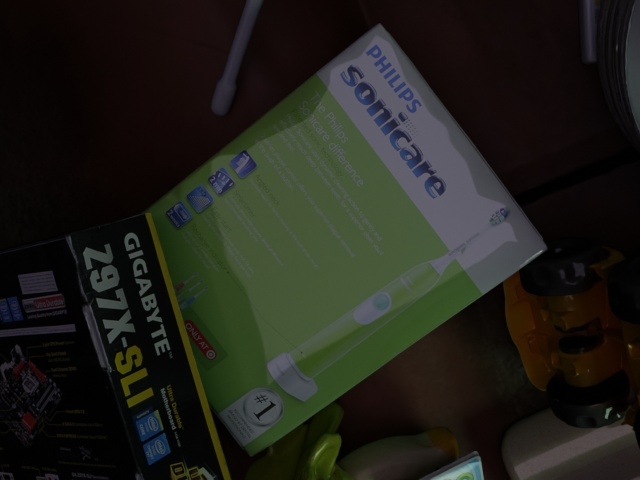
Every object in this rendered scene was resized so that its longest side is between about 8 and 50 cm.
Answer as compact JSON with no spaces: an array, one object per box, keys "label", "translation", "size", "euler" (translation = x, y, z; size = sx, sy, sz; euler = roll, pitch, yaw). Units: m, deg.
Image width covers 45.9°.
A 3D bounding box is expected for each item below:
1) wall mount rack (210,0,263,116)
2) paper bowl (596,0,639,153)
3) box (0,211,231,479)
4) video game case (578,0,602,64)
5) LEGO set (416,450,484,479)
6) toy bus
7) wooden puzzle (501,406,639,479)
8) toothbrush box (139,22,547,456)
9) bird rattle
[{"label":"wall mount rack","translation":[-0.103,-0.285,0.589],"size":[0.350,0.130,0.304],"euler":[31,97,1]},{"label":"paper bowl","translation":[0.351,-0.144,0.521],"size":[0.284,0.148,0.284],"euler":[2,113,5]},{"label":"box","translation":[-0.225,0.130,0.608],"size":[0.321,0.079,0.257],"euler":[-11,96,39]},{"label":"video game case","translation":[0.306,-0.264,0.594],"size":[0.206,0.026,0.227],"euler":[-5,98,6]},{"label":"LEGO set","translation":[0.048,0.297,0.593],"size":[0.244,0.060,0.183],"euler":[-18,109,-20]},{"label":"toy bus","translation":[0.282,0.051,0.581],"size":[0.211,0.220,0.150],"euler":[-25,108,-22]},{"label":"wooden puzzle","translation":[0.371,0.260,0.639],"size":[0.322,0.080,0.348],"euler":[-27,95,9]},{"label":"toothbrush box","translation":[0.000,0.000,0.617],"size":[0.283,0.122,0.206],"euler":[-38,93,11]},{"label":"bird rattle","translation":[0.046,0.265,0.656],"size":[0.206,0.143,0.254],"euler":[-17,100,-8]}]
